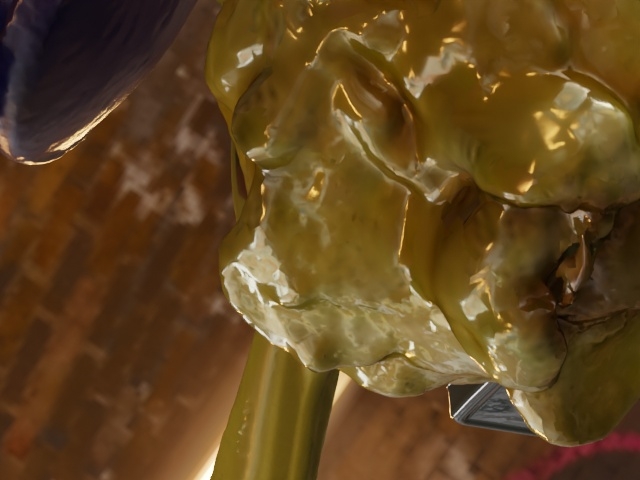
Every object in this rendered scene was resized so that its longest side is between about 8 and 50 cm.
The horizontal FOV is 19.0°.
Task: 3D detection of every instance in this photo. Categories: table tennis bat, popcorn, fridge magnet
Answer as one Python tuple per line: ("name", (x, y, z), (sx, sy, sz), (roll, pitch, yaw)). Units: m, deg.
("table tennis bat", (0.000, 0.000, 0.996), (0.054, 0.224, 0.368), (2, -69, -34))
("popcorn", (0.079, -0.061, 0.776), (0.215, 0.252, 0.286), (-12, -48, -62))
("fridge magnet", (-0.133, -0.169, 1.177), (0.265, 0.113, 0.265), (-59, -7, -11))

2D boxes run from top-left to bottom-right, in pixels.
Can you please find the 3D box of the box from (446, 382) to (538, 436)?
("box", (0.146, 0.102, 1.339), (0.126, 0.091, 0.031), (127, 151, -61))
